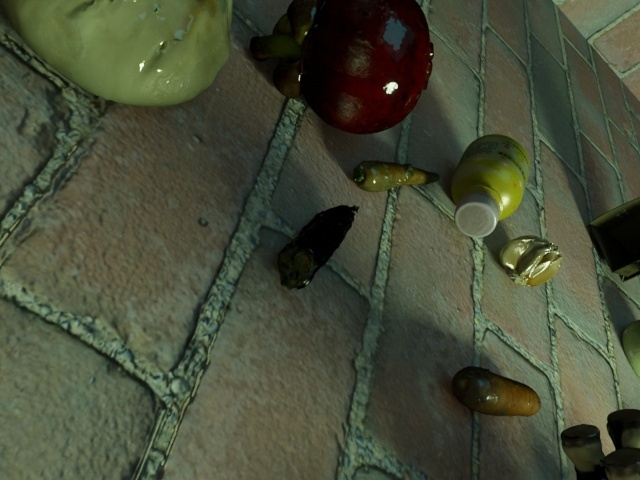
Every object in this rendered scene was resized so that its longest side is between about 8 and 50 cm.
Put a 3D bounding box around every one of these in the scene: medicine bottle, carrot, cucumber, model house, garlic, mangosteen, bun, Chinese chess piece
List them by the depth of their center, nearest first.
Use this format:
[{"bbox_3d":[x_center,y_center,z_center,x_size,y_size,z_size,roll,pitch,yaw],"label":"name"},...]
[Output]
[{"bbox_3d":[-0.206,-0.284,0.732,0.287,0.146,0.287,25,48,-31],"label":"bun"},{"bbox_3d":[0.000,0.000,0.820,0.053,0.053,0.181,51,35,-5],"label":"cucumber"},{"bbox_3d":[0.246,0.213,0.917,0.186,0.060,0.060,24,47,-39],"label":"carrot"},{"bbox_3d":[0.029,-0.263,0.949,0.257,0.215,0.215,10,46,1],"label":"mangosteen"},{"bbox_3d":[0.128,-0.100,1.045,0.254,0.049,0.049,-7,68,-54],"label":"carrot"},{"bbox_3d":[0.279,-0.086,1.127,0.122,0.121,0.212,48,37,-10],"label":"medicine bottle"},{"bbox_3d":[0.362,0.032,1.165,0.113,0.094,0.074,30,11,-29],"label":"garlic"},{"bbox_3d":[0.681,0.231,1.374,0.144,0.058,0.144,28,45,-32],"label":"Chinese chess piece"},{"bbox_3d":[0.782,0.021,1.522,0.243,0.211,0.205,13,55,-42],"label":"model house"}]

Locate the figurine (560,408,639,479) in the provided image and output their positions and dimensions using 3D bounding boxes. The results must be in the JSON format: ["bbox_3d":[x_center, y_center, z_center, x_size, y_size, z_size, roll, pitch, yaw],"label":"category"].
[{"bbox_3d":[0.359,0.380,0.690,0.241,0.412,0.306,-18,30,-26],"label":"figurine"}]
